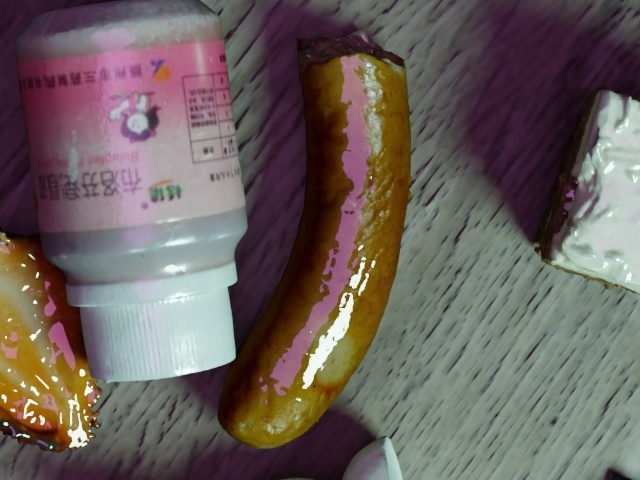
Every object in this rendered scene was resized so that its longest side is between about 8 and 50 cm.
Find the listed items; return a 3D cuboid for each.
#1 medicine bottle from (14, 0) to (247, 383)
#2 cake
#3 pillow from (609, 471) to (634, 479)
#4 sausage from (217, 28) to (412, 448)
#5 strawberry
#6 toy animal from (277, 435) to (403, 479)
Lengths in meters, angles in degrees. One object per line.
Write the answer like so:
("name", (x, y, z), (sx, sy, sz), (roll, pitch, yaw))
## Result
("medicine bottle", (-0.121, -0.035, 1.229), (0.147, 0.147, 0.247), (-7, 94, 0))
("cake", (0.224, -0.028, 1.236), (0.134, 0.147, 0.135), (18, 93, -3))
("pillow", (0.258, 0.236, 1.309), (0.150, 0.048, 0.090), (28, 97, -1))
("sausage", (0.005, 0.002, 1.273), (0.102, 0.076, 0.302), (13, 94, 6))
("strawberry", (-0.235, 0.059, 1.270), (0.192, 0.085, 0.140), (22, 78, -24))
("toy animal", (-0.043, 0.221, 1.277), (0.220, 0.104, 0.131), (-13, 96, 1))
